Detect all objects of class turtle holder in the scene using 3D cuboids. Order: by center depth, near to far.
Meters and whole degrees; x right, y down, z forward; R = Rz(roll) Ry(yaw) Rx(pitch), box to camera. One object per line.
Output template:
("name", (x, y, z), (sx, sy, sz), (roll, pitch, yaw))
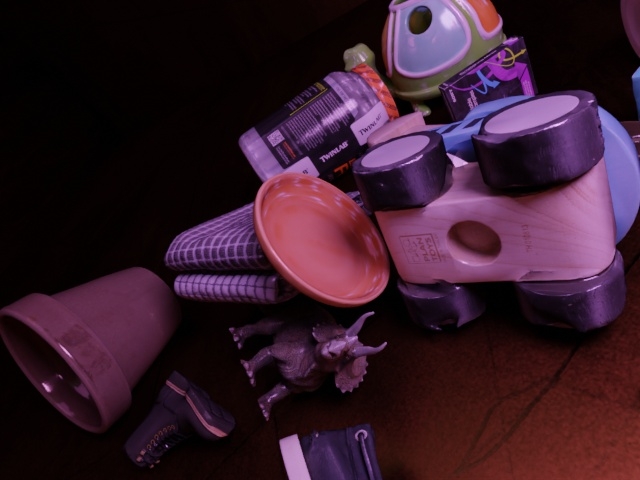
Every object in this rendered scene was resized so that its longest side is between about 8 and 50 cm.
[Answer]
("turtle holder", (0.234, -0.438, 1.007), (0.243, 0.227, 0.320), (-49, 34, -19))

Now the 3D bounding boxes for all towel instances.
("towel", (-0.073, -0.003, 0.735), (0.235, 0.121, 0.283), (-7, 16, 39))

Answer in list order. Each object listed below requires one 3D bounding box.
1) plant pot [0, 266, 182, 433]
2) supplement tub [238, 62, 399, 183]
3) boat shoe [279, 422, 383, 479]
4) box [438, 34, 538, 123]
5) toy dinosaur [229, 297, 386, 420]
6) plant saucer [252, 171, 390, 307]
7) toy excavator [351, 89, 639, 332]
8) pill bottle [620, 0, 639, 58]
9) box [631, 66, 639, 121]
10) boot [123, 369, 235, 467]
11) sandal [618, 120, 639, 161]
("plant pot", (-0.382, 0.164, 0.813), (0.263, 0.263, 0.229), (-6, 26, 39))
("supplement tub", (-0.001, -0.228, 0.986), (0.316, 0.193, 0.193), (-35, 32, 2))
("boat shoe", (0.066, 0.276, 0.336), (0.113, 0.127, 0.340), (-17, 26, -13))
("box", (0.308, -0.275, 0.830), (0.162, 0.116, 0.029), (-33, 33, 6))
("toy dinosaur", (-0.033, 0.142, 0.634), (0.160, 0.121, 0.313), (-22, 16, -13))
("plant saucer", (0.000, 0.000, 0.575), (0.037, 0.200, 0.200), (-46, 21, 37))
("toy excavator", (0.203, -0.100, 0.657), (0.433, 0.222, 0.445), (-6, 28, 40))
("pill bottle", (0.607, -0.376, 0.645), (0.272, 0.152, 0.152), (-23, 34, 19))
("box", (0.508, -0.170, 0.517), (0.060, 0.100, 0.244), (-47, 33, -15))
("boot", (-0.205, 0.278, 0.640), (0.137, 0.077, 0.198), (-54, 23, -19))
("sandal", (0.374, -0.136, 0.647), (0.219, 0.060, 0.090), (18, 65, 36))
